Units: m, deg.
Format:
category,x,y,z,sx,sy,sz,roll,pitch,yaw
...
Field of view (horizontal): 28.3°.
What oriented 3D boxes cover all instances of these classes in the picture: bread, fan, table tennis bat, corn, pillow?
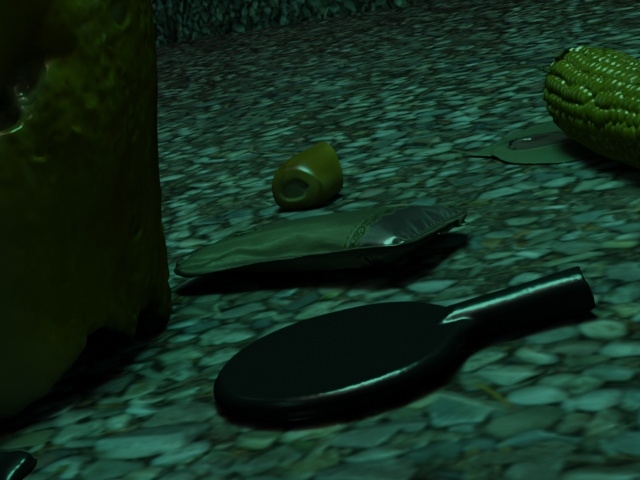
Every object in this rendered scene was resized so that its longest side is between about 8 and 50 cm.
category,x,y,z,sx,sy,sz,roll,pitch,yaw
bread,-0.003,-0.067,1.239,0.062,0.049,0.103,-4,19,32
fan,0.188,-0.095,1.256,0.310,0.010,0.182,-7,16,20
table tennis bat,0.049,0.059,0.763,0.236,0.027,0.150,-15,14,-3
corn,0.265,-0.111,1.089,0.091,0.091,0.260,-14,19,-4
pillow,0.000,0.000,1.003,0.232,0.038,0.130,-6,13,35
bread,-0.235,-0.078,0.875,0.250,0.394,0.361,5,14,7

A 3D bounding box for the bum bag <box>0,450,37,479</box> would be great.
category,x,y,z,sx,sy,sz,roll,pitch,yaw
bum bag,-0.241,0.142,0.633,0.248,0.060,0.123,-1,18,45
